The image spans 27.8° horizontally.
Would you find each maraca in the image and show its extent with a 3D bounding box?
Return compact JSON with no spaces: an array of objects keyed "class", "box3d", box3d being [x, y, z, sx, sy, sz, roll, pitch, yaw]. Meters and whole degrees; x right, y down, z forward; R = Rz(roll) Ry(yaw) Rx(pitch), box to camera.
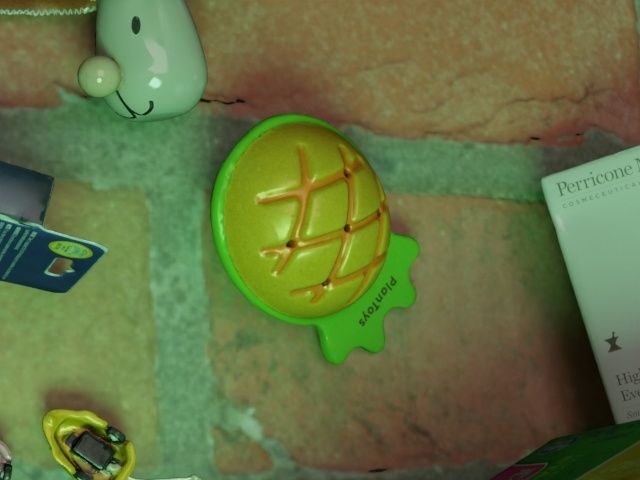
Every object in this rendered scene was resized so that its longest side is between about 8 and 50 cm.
[{"class":"maraca","box3d":[0.000,0.000,0.846,0.127,0.099,0.185,-52,123,-16]}]

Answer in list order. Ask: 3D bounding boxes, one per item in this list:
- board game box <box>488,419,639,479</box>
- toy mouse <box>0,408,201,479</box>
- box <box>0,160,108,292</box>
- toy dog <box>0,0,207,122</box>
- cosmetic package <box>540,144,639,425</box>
[{"class":"board game box","box3d":[0.096,0.201,0.750,0.317,0.242,0.064,-26,86,-26]},{"class":"toy mouse","box3d":[-0.175,0.164,0.766,0.161,0.031,0.143,33,67,-11]},{"class":"box","box3d":[-0.238,-0.023,0.732,0.225,0.136,0.036,17,71,-17]},{"class":"toy dog","box3d":[-0.178,-0.235,0.789,0.161,0.220,0.333,-25,76,-47]},{"class":"cosmetic package","box3d":[0.243,0.049,0.908,0.117,0.085,0.231,-19,83,12]}]
